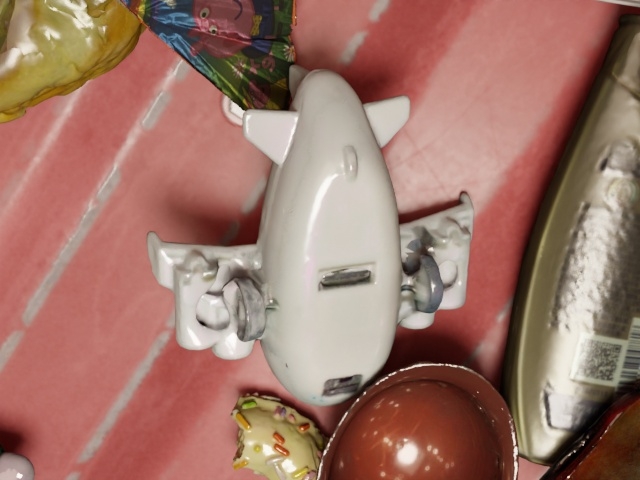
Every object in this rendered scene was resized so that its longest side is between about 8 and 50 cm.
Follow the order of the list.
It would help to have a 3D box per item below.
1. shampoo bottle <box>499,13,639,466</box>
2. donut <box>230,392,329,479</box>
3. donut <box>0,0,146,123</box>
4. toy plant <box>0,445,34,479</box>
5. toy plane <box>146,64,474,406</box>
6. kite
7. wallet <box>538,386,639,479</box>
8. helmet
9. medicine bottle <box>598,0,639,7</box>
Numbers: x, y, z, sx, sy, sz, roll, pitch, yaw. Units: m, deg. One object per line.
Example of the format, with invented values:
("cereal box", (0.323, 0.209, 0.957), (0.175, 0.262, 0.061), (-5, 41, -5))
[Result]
("shampoo bottle", (0.225, 0.003, 0.837), (0.125, 0.084, 0.350), (9, 100, -7))
("donut", (-0.037, 0.218, 0.896), (0.108, 0.065, 0.166), (14, 100, 0))
("donut", (-0.273, -0.257, 0.777), (0.360, 0.170, 0.361), (0, 97, -1))
("toy plant", (-0.335, 0.270, 0.896), (0.243, 0.112, 0.233), (-11, 97, 10))
("toy plane", (0.002, 0.002, 0.821), (0.266, 0.122, 0.267), (-7, 110, -19))
("kite", (-0.066, -0.206, 0.770), (0.016, 0.234, 0.321), (21, 121, 41))
("wallet", (0.279, 0.220, 0.853), (0.137, 0.031, 0.255), (-44, 119, 4))
("helmet", (0.072, 0.170, 0.862), (0.155, 0.106, 0.175), (14, 97, -6))
("medicine bottle", (0.209, -0.356, 0.709), (0.213, 0.213, 0.379), (12, 102, 1))
